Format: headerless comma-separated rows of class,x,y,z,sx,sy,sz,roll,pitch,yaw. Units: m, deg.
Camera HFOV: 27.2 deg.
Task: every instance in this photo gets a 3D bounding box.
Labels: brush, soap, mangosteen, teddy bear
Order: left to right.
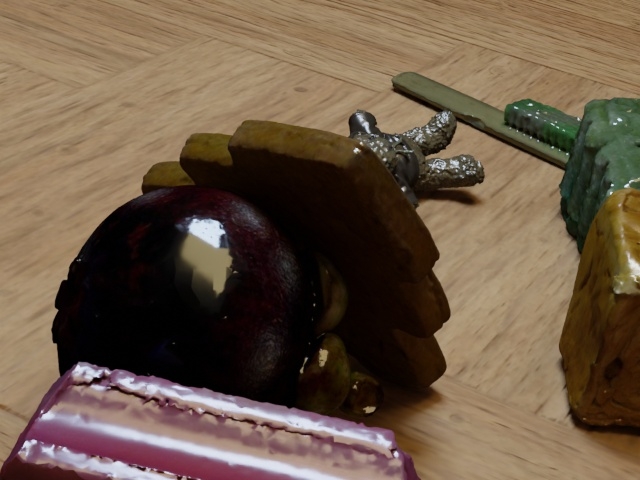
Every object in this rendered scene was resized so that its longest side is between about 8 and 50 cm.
mangosteen,-0.065,0.065,0.902,0.231,0.194,0.194,16,25,-19
soap,-0.047,0.169,0.729,0.250,0.162,0.099,11,29,6
teddy bear,0.075,-0.077,1.313,0.160,0.078,0.119,-8,66,-40
brush,0.201,-0.147,1.504,0.282,0.048,0.054,28,31,35

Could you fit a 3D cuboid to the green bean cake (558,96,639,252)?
green bean cake,0.361,-0.026,1.242,0.241,0.132,0.255,11,28,-4

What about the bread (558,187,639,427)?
bread,0.275,0.057,1.034,0.149,0.158,0.143,10,27,-6

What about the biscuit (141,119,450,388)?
biscuit,0.001,-0.001,0.957,0.278,0.301,0.043,37,65,-1
